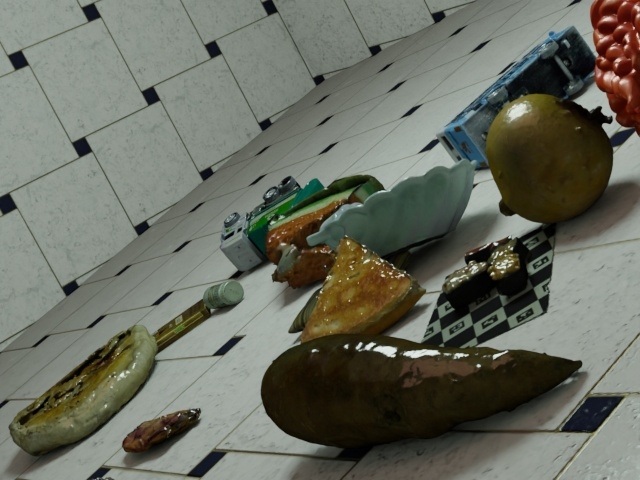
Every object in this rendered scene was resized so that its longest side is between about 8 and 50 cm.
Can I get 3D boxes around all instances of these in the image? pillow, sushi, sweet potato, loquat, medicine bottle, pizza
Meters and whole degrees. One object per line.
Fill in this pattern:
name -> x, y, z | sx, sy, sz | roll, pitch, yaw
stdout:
pillow -> 0.043, 0.082, 1.836 | 0.203, 0.038, 0.113 | -25, 19, 42
sushi -> 0.203, 0.048, 1.528 | 0.192, 0.043, 0.279 | -29, 14, 26
sweet potato -> 0.075, 0.156, 1.301 | 0.422, 0.131, 0.130 | -12, 25, 46
loquat -> 0.293, -0.102, 1.594 | 0.149, 0.172, 0.204 | -22, -28, -40
medicine bottle -> -0.185, 0.104, 2.328 | 0.047, 0.047, 0.083 | -43, 15, -33
pizza -> 0.062, 0.069, 1.714 | 0.201, 0.053, 0.193 | -24, 42, 27

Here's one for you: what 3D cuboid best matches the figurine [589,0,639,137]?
figurine -> 0.509, -0.237, 1.439 | 0.411, 0.241, 0.306 | -12, 33, 37

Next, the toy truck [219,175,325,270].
toy truck -> -0.086, -0.033, 2.450 | 0.253, 0.114, 0.124 | -30, 24, 22

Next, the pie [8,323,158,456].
pie -> -0.438, 0.278, 2.267 | 0.339, 0.077, 0.339 | -33, 13, 8

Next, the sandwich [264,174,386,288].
sandwich -> 0.011, -0.010, 2.122 | 0.292, 0.109, 0.212 | -30, 20, 32

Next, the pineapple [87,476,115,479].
pineapple -> -0.322, 0.362, 1.624 | 0.221, 0.083, 0.103 | -18, -11, 39

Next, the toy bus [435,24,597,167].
toy bus -> 0.344, -0.244, 2.118 | 0.297, 0.106, 0.131 | -41, 10, -22

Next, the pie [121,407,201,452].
pie -> -0.249, 0.288, 1.837 | 0.170, 0.034, 0.092 | -23, 13, 40

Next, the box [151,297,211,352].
box -> -0.273, 0.165, 2.385 | 0.133, 0.023, 0.090 | -35, 11, 0

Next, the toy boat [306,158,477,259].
toy boat -> 0.117, -0.033, 1.844 | 0.290, 0.100, 0.199 | -23, -7, 39
